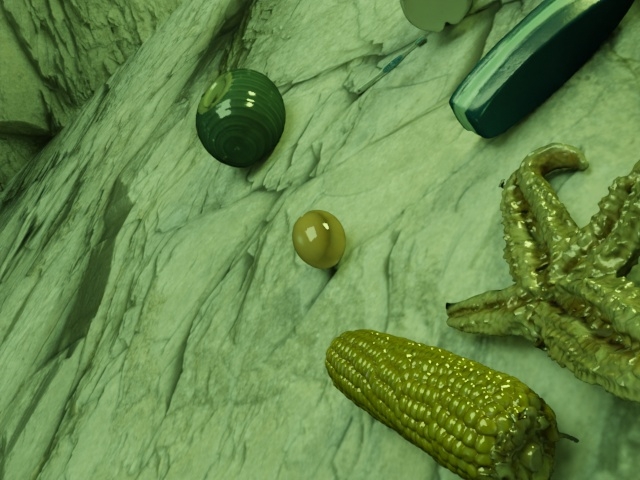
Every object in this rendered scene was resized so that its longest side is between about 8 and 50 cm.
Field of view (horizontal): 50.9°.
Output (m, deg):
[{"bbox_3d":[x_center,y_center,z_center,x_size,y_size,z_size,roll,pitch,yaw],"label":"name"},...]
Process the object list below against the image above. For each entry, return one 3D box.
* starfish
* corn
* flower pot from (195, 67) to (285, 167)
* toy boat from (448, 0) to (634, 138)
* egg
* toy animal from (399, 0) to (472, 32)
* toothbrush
[{"bbox_3d":[0.261,-0.005,0.608,0.324,0.082,0.432,-60,8,-9],"label":"starfish"},{"bbox_3d":[0.107,0.154,0.682,0.106,0.106,0.305,-56,29,-10],"label":"corn"},{"bbox_3d":[-0.170,-0.262,1.420,0.189,0.157,0.243,-36,32,23],"label":"flower pot"},{"bbox_3d":[0.304,-0.255,0.888,0.299,0.096,0.062,-43,42,5],"label":"toy boat"},{"bbox_3d":[0.000,0.000,1.001,0.080,0.080,0.096,-45,39,8],"label":"egg"},{"bbox_3d":[0.188,-0.462,1.168,0.127,0.178,0.193,-28,39,27],"label":"toy animal"},{"bbox_3d":[0.130,-0.326,1.253,0.162,0.014,0.017,-36,15,22],"label":"toothbrush"}]
